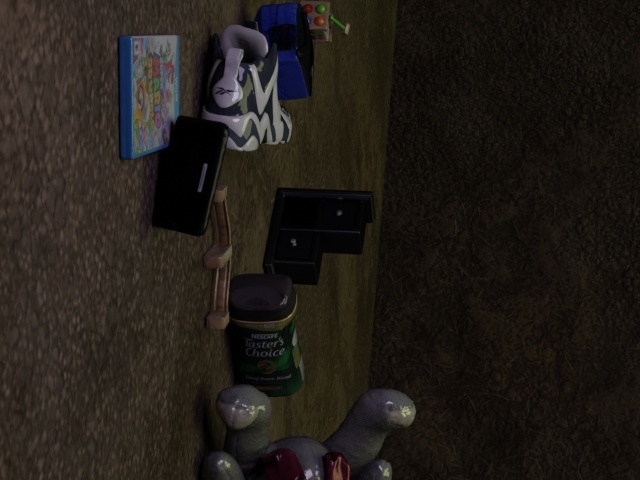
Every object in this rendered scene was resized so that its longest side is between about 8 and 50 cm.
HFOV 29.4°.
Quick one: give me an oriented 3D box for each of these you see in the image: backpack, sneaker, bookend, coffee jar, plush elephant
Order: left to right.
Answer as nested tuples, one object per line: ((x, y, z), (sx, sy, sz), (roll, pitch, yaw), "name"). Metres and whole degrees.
((-0.085, -0.202, 1.539), (0.235, 0.094, 0.153), (-27, 128, -68), "sneaker")
((-0.076, 0.129, 1.689), (0.079, 0.096, 0.184), (-81, 168, -51), "coffee jar")
((-0.060, -0.266, 1.666), (0.098, 0.101, 0.120), (82, 10, -58), "backpack")
((-0.022, 0.372, 1.550), (0.330, 0.271, 0.255), (-66, -152, 27), "plush elephant")
((0.000, 0.000, 1.943), (0.072, 0.156, 0.157), (81, 16, -53), "bookend")

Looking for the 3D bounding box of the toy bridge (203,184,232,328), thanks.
((-0.129, 0.020, 1.546), (0.063, 0.026, 0.188), (-63, 154, -72), "toy bridge")

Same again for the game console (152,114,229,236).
((-0.132, -0.067, 1.314), (0.071, 0.107, 0.122), (12, 90, -53), "game console")

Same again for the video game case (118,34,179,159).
((-0.174, -0.151, 1.251), (0.166, 0.015, 0.119), (-48, 139, -77), "video game case")

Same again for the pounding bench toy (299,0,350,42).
((0.007, -0.379, 2.109), (0.065, 0.083, 0.052), (62, 32, -74), "pounding bench toy")
